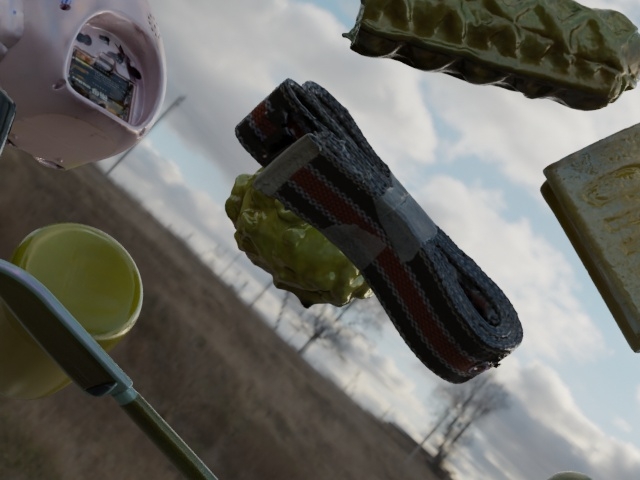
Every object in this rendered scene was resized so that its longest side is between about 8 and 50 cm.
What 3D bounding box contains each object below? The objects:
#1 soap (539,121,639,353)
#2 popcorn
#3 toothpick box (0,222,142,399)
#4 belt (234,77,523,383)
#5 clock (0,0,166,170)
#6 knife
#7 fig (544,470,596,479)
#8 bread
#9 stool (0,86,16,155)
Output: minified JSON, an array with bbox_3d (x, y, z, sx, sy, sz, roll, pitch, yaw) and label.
[{"bbox_3d":[0.435,-0.008,1.335,0.089,0.173,0.274,64,0,-67],"label":"soap"},{"bbox_3d":[0.000,0.000,1.319,0.233,0.192,0.266,8,-19,45],"label":"popcorn"},{"bbox_3d":[-0.362,0.108,1.313,0.175,0.175,0.271,43,-43,-5],"label":"toothpick box"},{"bbox_3d":[0.063,-0.008,1.004,0.359,0.094,0.126,48,28,-6],"label":"belt"},{"bbox_3d":[-0.429,-0.345,1.790,0.250,0.377,0.368,-10,-26,35],"label":"clock"},{"bbox_3d":[-0.214,0.137,0.954,0.061,0.027,0.343,-18,-61,35],"label":"knife"},{"bbox_3d":[0.332,0.378,1.296,0.153,0.136,0.121,42,-1,-6],"label":"fig"},{"bbox_3d":[0.157,-0.181,0.874,0.269,0.098,0.087,13,24,-7],"label":"bread"},{"bbox_3d":[-0.488,-0.125,1.176,0.232,0.232,0.141,43,-43,1],"label":"stool"}]
